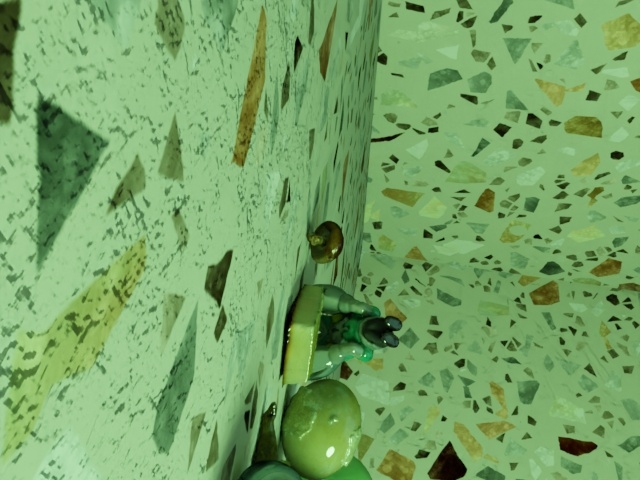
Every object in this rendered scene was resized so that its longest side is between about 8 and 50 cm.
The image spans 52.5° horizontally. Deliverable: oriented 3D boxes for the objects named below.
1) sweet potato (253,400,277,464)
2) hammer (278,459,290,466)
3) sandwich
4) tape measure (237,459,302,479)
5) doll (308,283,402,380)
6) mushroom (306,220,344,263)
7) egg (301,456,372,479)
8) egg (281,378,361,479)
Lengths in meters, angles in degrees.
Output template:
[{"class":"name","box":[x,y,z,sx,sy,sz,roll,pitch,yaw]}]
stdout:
[{"class":"sweet potato","box":[-0.085,0.332,1.016,0.041,0.038,0.153,139,-37,-63]},{"class":"hammer","box":[-0.065,0.477,1.066,0.041,0.158,0.226,-54,132,-80]},{"class":"sandwich","box":[-0.032,0.190,1.232,0.193,0.058,0.162,-70,168,-71]},{"class":"tape measure","box":[-0.083,0.365,0.939,0.180,0.104,0.107,141,-52,-75]},{"class":"doll","box":[0.040,0.171,1.329,0.258,0.153,0.195,-37,-144,30]},{"class":"mushroom","box":[0.009,0.007,1.295,0.088,0.073,0.129,-52,176,10]},{"class":"egg","box":[0.029,0.639,1.604,0.270,0.220,0.220,-51,149,-75]},{"class":"egg","box":[-0.001,0.379,1.307,0.164,0.164,0.201,60,48,-80]}]
